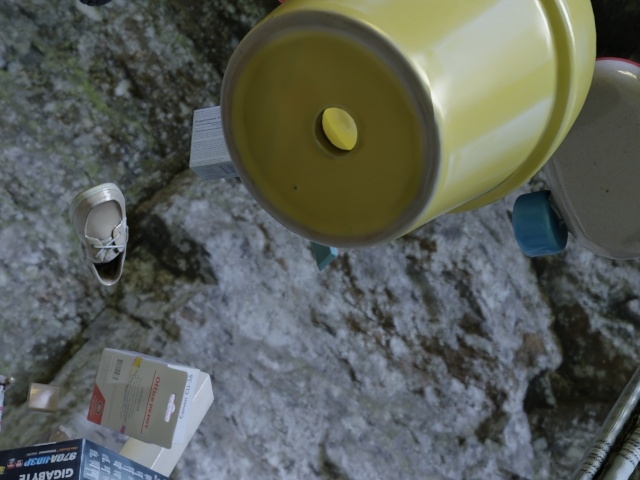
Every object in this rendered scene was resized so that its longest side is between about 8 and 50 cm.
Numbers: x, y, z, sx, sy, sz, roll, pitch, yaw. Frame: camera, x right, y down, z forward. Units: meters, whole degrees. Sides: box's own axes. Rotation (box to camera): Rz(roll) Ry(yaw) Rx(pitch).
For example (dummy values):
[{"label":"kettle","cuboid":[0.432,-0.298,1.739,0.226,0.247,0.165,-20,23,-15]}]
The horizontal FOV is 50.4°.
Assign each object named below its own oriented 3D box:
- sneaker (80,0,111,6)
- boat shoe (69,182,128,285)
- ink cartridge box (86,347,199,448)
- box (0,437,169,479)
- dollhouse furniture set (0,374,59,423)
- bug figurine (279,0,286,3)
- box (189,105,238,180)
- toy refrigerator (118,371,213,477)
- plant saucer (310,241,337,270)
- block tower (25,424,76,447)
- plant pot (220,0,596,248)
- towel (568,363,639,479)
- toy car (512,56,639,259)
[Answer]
[{"label":"sneaker","cuboid":[-0.395,-0.596,1.322,0.283,0.107,0.124,-32,-107,21]},{"label":"boat shoe","cuboid":[-0.430,-0.006,1.357,0.098,0.109,0.302,58,-30,18]},{"label":"ink cartridge box","cuboid":[-0.255,0.236,1.021,0.198,0.115,0.067,5,-10,38]},{"label":"box","cuboid":[-0.301,0.290,0.793,0.175,0.051,0.220,-10,-31,9]},{"label":"dollhouse furniture set","cuboid":[-0.521,0.300,0.908,0.355,0.303,0.174,16,-37,-34]},{"label":"bug figurine","cuboid":[0.016,-0.356,0.948,0.279,0.072,0.216,-5,-99,46]},{"label":"box","cuboid":[-0.195,-0.203,1.400,0.126,0.137,0.072,-6,-21,17]},{"label":"toy refrigerator","cuboid":[-0.347,0.420,1.531,0.094,0.269,0.102,14,-46,16]},{"label":"plant saucer","cuboid":[0.000,0.000,1.807,0.018,0.192,0.067,32,-66,-31]},{"label":"block tower","cuboid":[-0.532,0.439,1.143,0.335,0.091,0.097,-32,-69,10]},{"label":"plant pot","cuboid":[0.059,-0.116,0.520,0.254,0.239,0.254,15,-57,24]},{"label":"towel","cuboid":[0.338,0.301,0.840,0.056,0.324,0.312,30,-21,26]},{"label":"toy car","cuboid":[0.343,-0.107,0.768,0.219,0.238,0.210,-12,-79,36]}]
